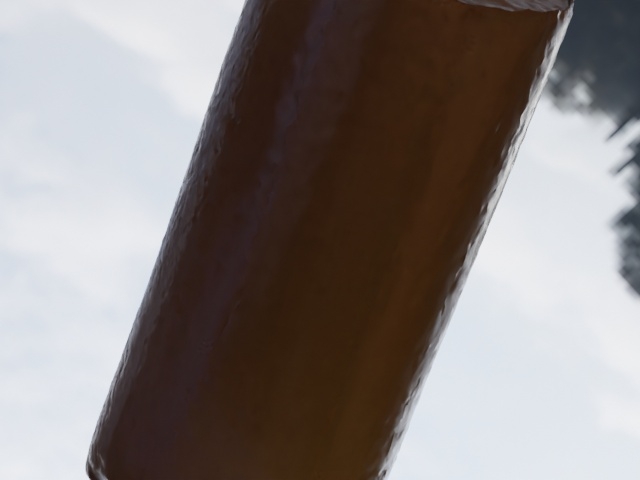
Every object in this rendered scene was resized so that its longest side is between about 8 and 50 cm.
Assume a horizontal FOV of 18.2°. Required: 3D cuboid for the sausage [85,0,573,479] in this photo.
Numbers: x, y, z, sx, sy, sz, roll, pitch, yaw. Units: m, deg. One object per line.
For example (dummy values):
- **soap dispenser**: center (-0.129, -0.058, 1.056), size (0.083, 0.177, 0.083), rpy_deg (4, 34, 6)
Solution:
- **sausage**: center (0.000, 0.000, 0.790), size (0.123, 0.253, 0.123), rpy_deg (19, -164, -6)
